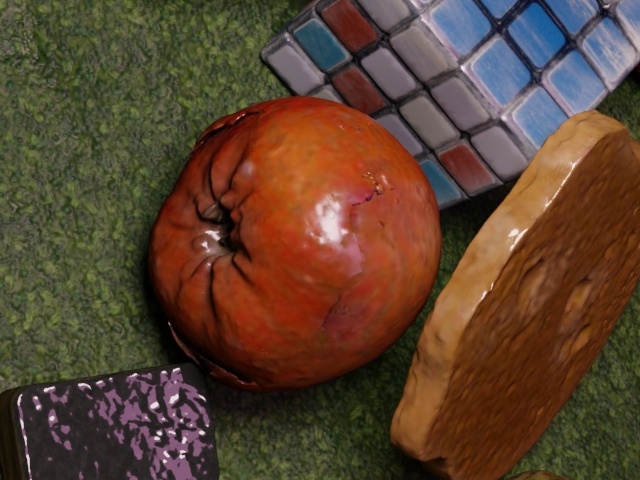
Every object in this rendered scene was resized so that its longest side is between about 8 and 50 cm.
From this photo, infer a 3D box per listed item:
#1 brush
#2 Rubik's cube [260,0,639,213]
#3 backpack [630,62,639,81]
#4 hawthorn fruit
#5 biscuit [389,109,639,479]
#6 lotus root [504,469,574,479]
[{"bbox_3d":[-0.188,0.181,1.388,0.197,0.059,0.123,-7,84,-30],"label":"brush"},{"bbox_3d":[0.143,-0.208,1.546,0.259,0.253,0.256,48,61,-9],"label":"Rubik's cube"},{"bbox_3d":[0.396,-0.293,1.767,0.229,0.139,0.229,4,81,-25],"label":"backpack"},{"bbox_3d":[0.000,0.000,1.436,0.307,0.276,0.276,-6,81,-54],"label":"hawthorn fruit"},{"bbox_3d":[0.203,0.064,1.484,0.385,0.062,0.365,-59,152,3],"label":"biscuit"},{"bbox_3d":[0.201,0.289,1.565,0.179,0.080,0.089,-20,87,-31],"label":"lotus root"}]
